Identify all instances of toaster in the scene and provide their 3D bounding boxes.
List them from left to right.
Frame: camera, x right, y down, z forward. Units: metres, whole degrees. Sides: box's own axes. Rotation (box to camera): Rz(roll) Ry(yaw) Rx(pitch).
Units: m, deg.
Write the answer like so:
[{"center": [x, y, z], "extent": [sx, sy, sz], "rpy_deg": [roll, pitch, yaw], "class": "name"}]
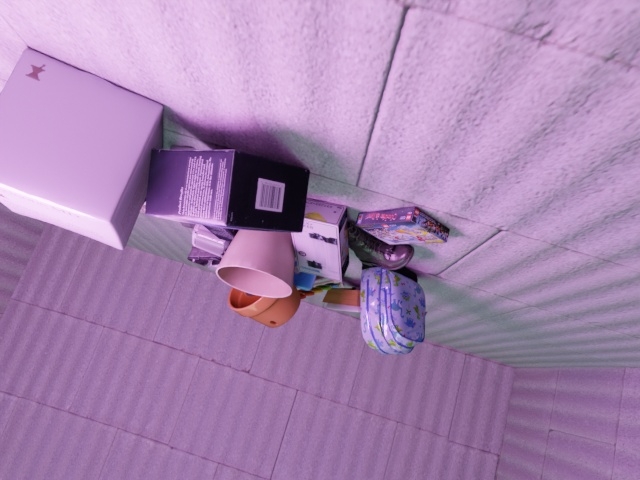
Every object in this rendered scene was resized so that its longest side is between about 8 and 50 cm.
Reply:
[{"center": [-0.395, -0.033, 1.827], "extent": [0.146, 0.227, 0.129], "rpy_deg": [18, 143, -1], "class": "toaster"}]

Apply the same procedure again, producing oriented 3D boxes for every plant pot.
[{"center": [-0.186, 0.020, 1.616], "extent": [0.256, 0.274, 0.256], "rpy_deg": [12, 154, 6], "class": "plant pot"}, {"center": [-0.221, 0.237, 2.051], "extent": [0.291, 0.291, 0.203], "rpy_deg": [-1, 139, 50], "class": "plant pot"}]

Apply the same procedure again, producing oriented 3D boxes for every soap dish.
[{"center": [0.184, 0.307, 2.497], "extent": [0.229, 0.118, 0.291], "rpy_deg": [5, 175, -36], "class": "soap dish"}]

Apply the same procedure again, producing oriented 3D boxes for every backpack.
[{"center": [0.283, 0.273, 1.889], "extent": [0.290, 0.356, 0.273], "rpy_deg": [30, 160, -38], "class": "backpack"}]

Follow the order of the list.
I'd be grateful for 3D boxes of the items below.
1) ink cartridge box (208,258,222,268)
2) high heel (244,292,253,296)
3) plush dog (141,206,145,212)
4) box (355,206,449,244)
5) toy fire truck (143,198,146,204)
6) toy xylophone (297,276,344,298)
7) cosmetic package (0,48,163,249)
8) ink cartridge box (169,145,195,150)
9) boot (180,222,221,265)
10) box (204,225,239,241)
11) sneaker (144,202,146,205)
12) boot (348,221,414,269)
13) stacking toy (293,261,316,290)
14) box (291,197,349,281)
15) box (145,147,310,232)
[{"center": [-0.363, 0.083, 2.251], "extent": [0.270, 0.198, 0.197], "rpy_deg": [23, 165, -15], "class": "ink cartridge box"}, {"center": [-0.302, 0.027, 1.900], "extent": [0.127, 0.377, 0.181], "rpy_deg": [-3, -152, -24], "class": "high heel"}, {"center": [-0.873, -0.140, 1.972], "extent": [0.210, 0.225, 0.262], "rpy_deg": [8, 163, 33], "class": "plush dog"}, {"center": [0.238, -0.039, 1.410], "extent": [0.159, 0.044, 0.233], "rpy_deg": [27, 162, -33], "class": "box"}, {"center": [-0.742, -0.230, 1.692], "extent": [0.246, 0.158, 0.217], "rpy_deg": [24, 170, 25], "class": "toy fire truck"}, {"center": [-0.032, 0.234, 2.392], "extent": [0.322, 0.081, 0.236], "rpy_deg": [-12, -175, -15], "class": "toy xylophone"}, {"center": [-0.628, -0.206, 1.253], "extent": [0.329, 0.327, 0.393], "rpy_deg": [21, 164, -13], "class": "cosmetic package"}, {"center": [-0.385, -0.166, 1.451], "extent": [0.093, 0.154, 0.212], "rpy_deg": [9, 164, 29], "class": "ink cartridge box"}, {"center": [-0.526, -0.012, 2.044], "extent": [0.338, 0.223, 0.118], "rpy_deg": [3, 160, 43], "class": "boot"}, {"center": [-0.317, -0.090, 1.654], "extent": [0.108, 0.153, 0.207], "rpy_deg": [14, 164, 14], "class": "box"}, {"center": [-0.646, -0.165, 1.859], "extent": [0.283, 0.110, 0.122], "rpy_deg": [10, 167, 28], "class": "sneaker"}, {"center": [0.157, 0.010, 1.609], "extent": [0.263, 0.091, 0.229], "rpy_deg": [-5, 148, 44], "class": "boot"}, {"center": [-0.073, 0.145, 2.287], "extent": [0.175, 0.166, 0.302], "rpy_deg": [15, 177, 13], "class": "stacking toy"}, {"center": [0.000, 0.000, 1.550], "extent": [0.169, 0.087, 0.290], "rpy_deg": [14, 143, 15], "class": "box"}, {"center": [-0.234, -0.123, 1.234], "extent": [0.294, 0.183, 0.296], "rpy_deg": [9, -177, 34], "class": "box"}]
